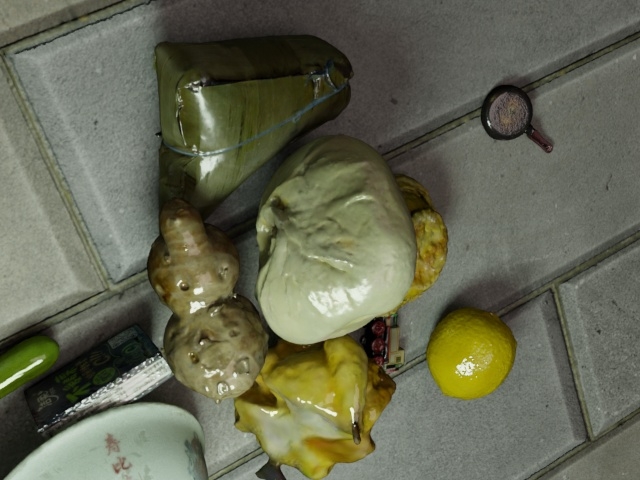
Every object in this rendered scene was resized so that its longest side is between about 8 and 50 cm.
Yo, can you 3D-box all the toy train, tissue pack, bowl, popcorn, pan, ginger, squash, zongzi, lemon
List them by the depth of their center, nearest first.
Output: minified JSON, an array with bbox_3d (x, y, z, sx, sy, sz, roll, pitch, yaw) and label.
[{"bbox_3d":[-0.195,0.107,1.559,0.176,0.256,0.375,-17,107,-6],"label":"ginger"},{"bbox_3d":[-0.336,0.499,1.577,0.434,0.196,0.435,-26,140,-24],"label":"bowl"},{"bbox_3d":[-0.532,0.228,1.582,0.201,0.066,0.066,-34,116,-7],"label":"squash"},{"bbox_3d":[-0.379,0.245,1.596,0.235,0.173,0.073,-33,115,-15],"label":"tissue pack"},{"bbox_3d":[-0.121,-0.167,1.634,0.356,0.174,0.393,-14,128,-31],"label":"zongzi"},{"bbox_3d":[-0.009,0.303,1.760,0.315,0.281,0.297,-12,121,19],"label":"popcorn"},{"bbox_3d":[0.128,0.203,1.902,0.087,0.050,0.138,-7,105,-29],"label":"toy train"},{"bbox_3d":[0.306,0.234,1.924,0.178,0.178,0.203,24,102,-29],"label":"lemon"},{"bbox_3d":[0.417,-0.235,1.930,0.212,0.040,0.115,33,93,-28],"label":"pan"}]

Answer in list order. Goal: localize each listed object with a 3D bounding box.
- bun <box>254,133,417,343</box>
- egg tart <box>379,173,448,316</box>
[{"bbox_3d":[0.000,0.000,1.568,0.213,0.361,0.361,10,99,-38],"label":"bun"},{"bbox_3d":[0.153,0.013,1.778,0.294,0.123,0.294,-7,100,-45],"label":"egg tart"}]
